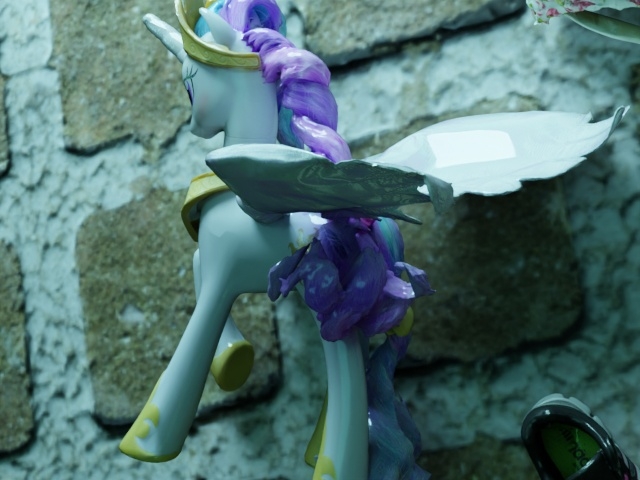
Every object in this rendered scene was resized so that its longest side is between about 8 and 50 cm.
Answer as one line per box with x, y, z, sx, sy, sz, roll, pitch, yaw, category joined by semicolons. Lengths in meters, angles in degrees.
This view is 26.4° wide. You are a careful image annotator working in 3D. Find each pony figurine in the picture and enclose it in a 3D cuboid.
0.000;0.000;0.953;0.351;0.303;0.363;11;103;37;pony figurine

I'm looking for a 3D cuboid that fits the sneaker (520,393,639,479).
0.192;0.170;0.909;0.063;0.075;0.170;-47;65;14;sneaker

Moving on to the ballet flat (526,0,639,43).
0.247;-0.170;0.938;0.241;0.091;0.077;15;120;33;ballet flat
